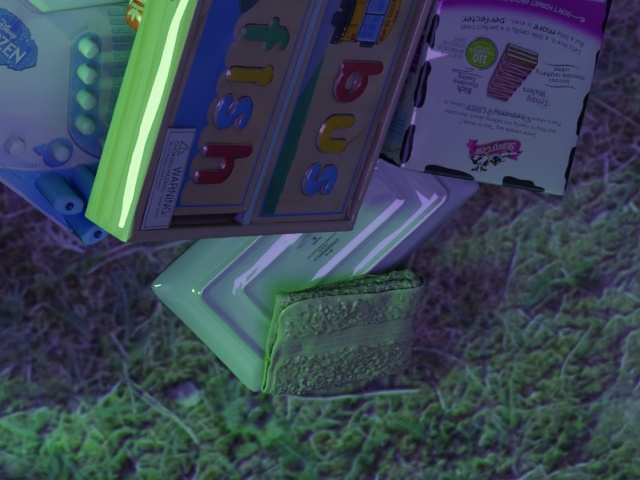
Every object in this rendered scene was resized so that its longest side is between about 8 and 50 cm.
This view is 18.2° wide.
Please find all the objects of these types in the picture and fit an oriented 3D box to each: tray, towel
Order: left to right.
[{"bbox_3d":[0.000,0.000,1.708,0.270,0.030,0.145,-43,112,2],"label":"tray"},{"bbox_3d":[0.020,0.081,1.716,0.148,0.027,0.110,-9,126,-25],"label":"towel"}]

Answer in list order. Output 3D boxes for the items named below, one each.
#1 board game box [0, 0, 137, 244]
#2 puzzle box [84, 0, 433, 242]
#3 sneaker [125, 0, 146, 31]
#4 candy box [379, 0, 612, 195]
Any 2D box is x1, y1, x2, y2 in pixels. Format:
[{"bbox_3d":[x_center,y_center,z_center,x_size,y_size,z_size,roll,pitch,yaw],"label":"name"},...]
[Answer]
[{"bbox_3d":[-0.164,-0.224,1.503,0.390,0.050,0.390,-45,134,3],"label":"board game box"},{"bbox_3d":[-0.012,-0.193,1.505,0.272,0.052,0.409,-5,119,-50],"label":"puzzle box"},{"bbox_3d":[-0.116,-0.192,1.481,0.075,0.057,0.161,-40,138,-10],"label":"sneaker"},{"bbox_3d":[0.147,-0.165,1.653,0.159,0.071,0.233,9,99,-23],"label":"candy box"}]
